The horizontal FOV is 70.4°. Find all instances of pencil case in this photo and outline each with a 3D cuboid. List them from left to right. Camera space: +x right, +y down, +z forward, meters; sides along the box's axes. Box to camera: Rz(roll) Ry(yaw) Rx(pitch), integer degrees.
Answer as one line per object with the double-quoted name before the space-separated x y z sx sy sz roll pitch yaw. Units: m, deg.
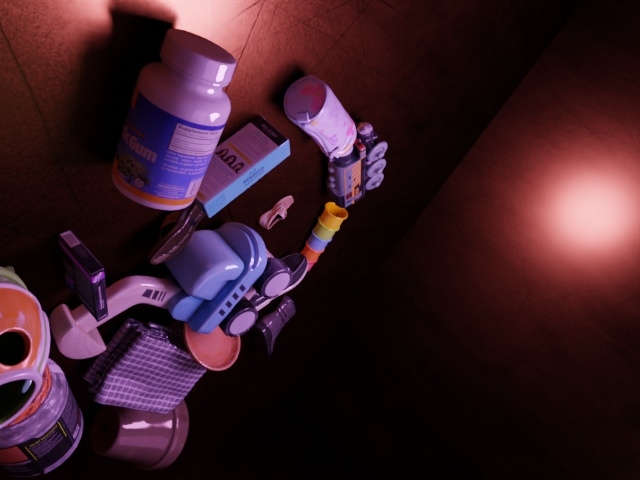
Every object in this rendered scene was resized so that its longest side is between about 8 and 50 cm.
"pencil case" 0.004 -0.304 1.151 0.124 0.113 0.273 -70 160 -2

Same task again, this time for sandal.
"sandal" -0.328 -0.041 1.047 0.219 0.060 0.090 -59 169 -11

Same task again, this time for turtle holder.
"turtle holder" -0.578 0.199 0.699 0.320 0.227 0.243 -44 161 -13

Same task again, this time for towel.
"towel" -0.467 0.357 1.266 0.235 0.121 0.283 -50 135 6

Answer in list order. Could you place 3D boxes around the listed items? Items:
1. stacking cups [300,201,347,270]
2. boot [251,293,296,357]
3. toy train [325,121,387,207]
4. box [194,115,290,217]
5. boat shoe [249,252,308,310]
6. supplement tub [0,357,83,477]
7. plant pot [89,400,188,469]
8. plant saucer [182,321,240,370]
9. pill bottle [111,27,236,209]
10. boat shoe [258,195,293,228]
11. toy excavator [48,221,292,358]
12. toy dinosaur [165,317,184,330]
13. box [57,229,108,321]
"stacking cups" 0.000 0.000 1.767 0.096 0.096 0.316 -25 151 -48
"boot" -0.201 0.400 2.100 0.222 0.118 0.338 -43 166 -29
"toy train" 0.108 -0.241 1.486 0.190 0.142 0.334 -34 158 -11
"box" -0.190 -0.169 1.019 0.244 0.100 0.060 -41 161 -18
"boat shoe" -0.173 0.122 1.604 0.340 0.127 0.113 -33 133 -31
"supplement tub" -0.631 0.365 0.963 0.193 0.193 0.316 -33 157 -37
"plant pot" -0.603 0.612 1.480 0.263 0.263 0.229 -50 145 5
"plant saucer" -0.315 0.276 1.298 0.037 0.200 0.200 -28 172 29
"pill bottle" -0.244 -0.199 0.764 0.152 0.152 0.272 -19 145 -55
"boat shoe" -0.128 -0.084 1.401 0.135 0.045 0.050 -43 161 -15
"toy excavator" -0.354 0.113 1.125 0.433 0.222 0.445 -49 147 5
"toy dinosaur" -0.416 0.272 1.417 0.313 0.121 0.160 -25 135 -21
"box" -0.459 0.072 0.882 0.029 0.116 0.162 -32 156 -41
